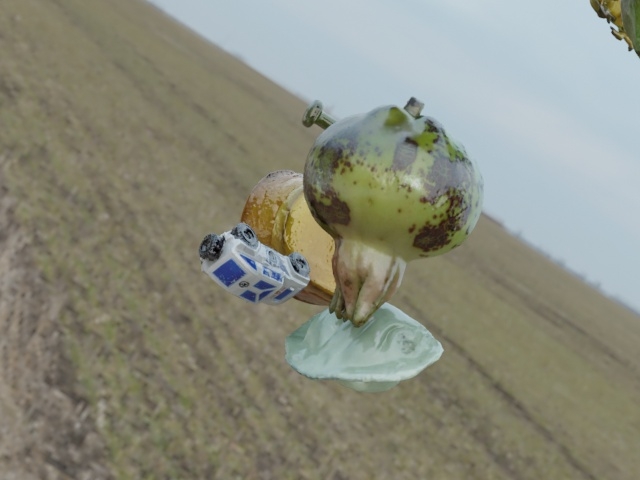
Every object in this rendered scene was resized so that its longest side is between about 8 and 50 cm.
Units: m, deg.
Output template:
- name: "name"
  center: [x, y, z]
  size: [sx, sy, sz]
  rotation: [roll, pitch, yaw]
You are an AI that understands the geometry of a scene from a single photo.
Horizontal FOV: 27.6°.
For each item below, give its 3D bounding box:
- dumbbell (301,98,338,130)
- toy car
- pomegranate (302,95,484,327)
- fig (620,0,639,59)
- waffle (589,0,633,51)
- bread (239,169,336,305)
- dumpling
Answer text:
- name: "dumbbell"
  center: [0.026, -0.185, 2.155]
  size: [0.118, 0.052, 0.046]
  rotation: [32, -5, -11]
- name: "toy car"
  center: [-0.093, 0.039, 1.762]
  size: [0.170, 0.080, 0.070]
  rotation: [29, 37, -39]
- name: "pomegranate"
  center: [0.078, -0.039, 1.644]
  size: [0.222, 0.276, 0.204]
  rotation: [16, -32, 23]
- name: "fig"
  center: [0.442, -0.287, 1.658]
  size: [0.123, 0.156, 0.123]
  rotation: [11, -34, 8]
- name: "waffle"
  center: [0.527, -0.348, 1.884]
  size: [0.280, 0.262, 0.060]
  rotation: [3, 47, 4]
- name: "bread"
  center: [0.000, 0.000, 2.051]
  size: [0.269, 0.195, 0.142]
  rotation: [28, -10, -35]
- name: "dumpling"
  center: [0.053, 0.152, 1.706]
  size: [0.219, 0.153, 0.108]
  rotation: [7, -37, 35]
